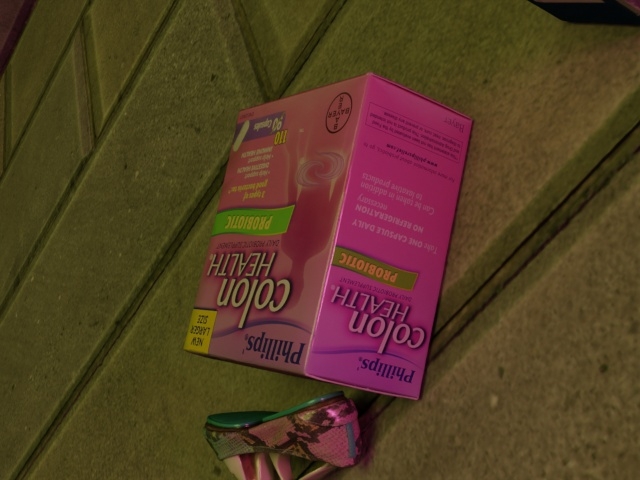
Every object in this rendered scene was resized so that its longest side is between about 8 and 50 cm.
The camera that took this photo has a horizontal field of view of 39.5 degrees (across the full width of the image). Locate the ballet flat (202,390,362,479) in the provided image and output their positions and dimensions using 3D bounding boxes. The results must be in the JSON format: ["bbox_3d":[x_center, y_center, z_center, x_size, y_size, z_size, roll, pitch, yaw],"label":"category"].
[{"bbox_3d":[-0.040,0.188,0.811,0.221,0.077,0.079,-22,77,51],"label":"ballet flat"}]

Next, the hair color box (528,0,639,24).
[{"bbox_3d":[0.201,-0.339,0.590,0.105,0.174,0.347,27,98,58],"label":"hair color box"}]

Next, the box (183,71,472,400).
[{"bbox_3d":[0.000,0.000,0.786,0.213,0.117,0.243,-1,75,56],"label":"box"}]
